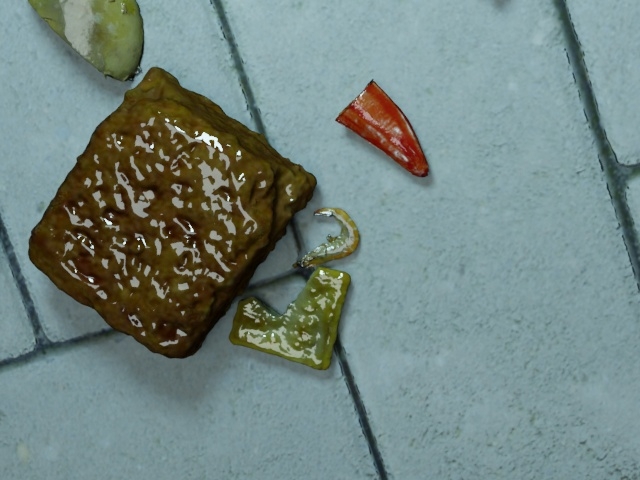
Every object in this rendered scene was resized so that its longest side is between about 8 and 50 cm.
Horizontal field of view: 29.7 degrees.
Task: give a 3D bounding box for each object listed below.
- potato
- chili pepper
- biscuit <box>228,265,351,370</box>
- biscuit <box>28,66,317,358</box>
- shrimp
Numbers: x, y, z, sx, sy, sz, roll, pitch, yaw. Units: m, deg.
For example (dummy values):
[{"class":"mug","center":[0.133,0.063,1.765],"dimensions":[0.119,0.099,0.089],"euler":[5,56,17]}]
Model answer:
[{"class":"potato","center":[-0.365,-0.376,1.920],"dimensions":[0.243,0.098,0.138],"euler":[42,105,0]},{"class":"chili pepper","center":[0.110,-0.162,1.881],"dimensions":[0.088,0.065,0.169],"euler":[-43,94,17]},{"class":"biscuit","center":[-0.052,0.117,1.982],"dimensions":[0.183,0.039,0.174],"euler":[12,105,8]},{"class":"biscuit","center":[-0.249,-0.032,1.929],"dimensions":[0.343,0.166,0.395],"euler":[36,107,5]},{"class":"shrimp","center":[0.000,0.000,1.954],"dimensions":[0.127,0.025,0.091],"euler":[-32,93,12]}]
